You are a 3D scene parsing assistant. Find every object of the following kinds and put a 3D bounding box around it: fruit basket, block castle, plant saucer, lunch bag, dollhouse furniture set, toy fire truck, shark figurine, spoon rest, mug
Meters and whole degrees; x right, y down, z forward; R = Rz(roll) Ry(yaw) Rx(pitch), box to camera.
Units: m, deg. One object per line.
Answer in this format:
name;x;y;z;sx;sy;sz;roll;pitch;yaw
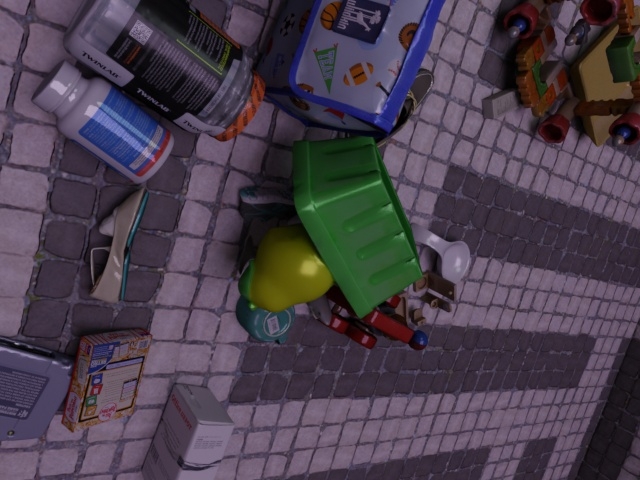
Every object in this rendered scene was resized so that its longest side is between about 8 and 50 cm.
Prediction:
fruit basket;0.000;0.000;1.125;0.392;0.283;0.392;-1;132;-1
block castle;0.710;-0.472;1.451;0.213;0.303;0.453;-50;126;-21
plant saucer;0.955;-0.542;1.750;0.333;0.081;0.333;-44;125;-12
lunch bag;0.059;-0.385;1.012;0.239;0.385;0.328;19;96;-37
dollhouse furniture set;0.302;0.194;1.547;0.151;0.123;0.144;-19;116;-27
toy fire truck;0.146;0.203;1.363;0.302;0.254;0.169;34;87;-37
shark figurine;-0.064;0.064;1.261;0.278;0.166;0.116;38;112;-11
spoon rest;0.363;0.039;1.556;0.276;0.084;0.137;31;83;-36
mug;-0.117;0.184;1.278;0.157;0.097;0.129;28;90;-37

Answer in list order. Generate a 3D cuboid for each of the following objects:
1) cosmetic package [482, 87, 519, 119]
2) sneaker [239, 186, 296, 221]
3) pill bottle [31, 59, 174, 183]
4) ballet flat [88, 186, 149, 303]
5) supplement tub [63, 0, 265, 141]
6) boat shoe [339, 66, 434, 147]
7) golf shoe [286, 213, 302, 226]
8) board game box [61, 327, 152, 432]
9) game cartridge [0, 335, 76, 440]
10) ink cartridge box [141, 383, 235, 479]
cosmetic package;0.528;-0.401;1.537;0.115;0.041;0.060;-25;119;-24
sneaker;-0.116;-0.078;1.218;0.166;0.065;0.076;3;121;-31
pill bottle;-0.385;-0.211;0.940;0.221;0.124;0.124;40;83;-38
ballet flat;-0.406;0.007;1.038;0.086;0.086;0.248;10;102;-36
supplement tub;-0.264;-0.323;0.937;0.316;0.193;0.193;32;87;-36
boat shoe;0.183;-0.325;1.300;0.305;0.091;0.109;-42;125;-15
golf shoe;-0.007;-0.082;1.288;0.186;0.067;0.086;-27;84;-16
board game box;-0.443;0.287;1.098;0.147;0.045;0.193;4;105;-58
game cartridge;-0.639;0.275;0.990;0.294;0.060;0.196;31;85;-37
ink cartridge box;-0.308;0.479;1.209;0.100;0.172;0.237;18;96;-37
